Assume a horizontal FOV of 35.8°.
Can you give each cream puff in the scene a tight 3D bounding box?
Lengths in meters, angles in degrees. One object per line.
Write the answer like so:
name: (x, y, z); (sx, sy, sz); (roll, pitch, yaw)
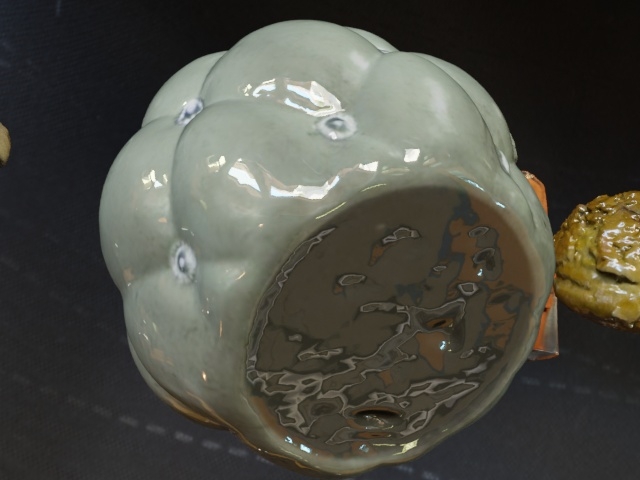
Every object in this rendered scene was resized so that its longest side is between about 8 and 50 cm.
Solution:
cream puff: (0.247, 0.013, 0.775); (0.126, 0.144, 0.103); (0, 102, -11)

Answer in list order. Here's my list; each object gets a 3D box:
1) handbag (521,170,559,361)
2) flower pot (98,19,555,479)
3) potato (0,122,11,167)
handbag: (0.051, 0.028, 1.095); (0.410, 0.303, 0.116); (-1, 115, 12)
flower pot: (0.000, 0.000, 0.546); (0.246, 0.195, 0.246); (-12, 122, -20)
potato: (-0.517, -0.138, 1.233); (0.211, 0.264, 0.189); (34, 106, -27)
